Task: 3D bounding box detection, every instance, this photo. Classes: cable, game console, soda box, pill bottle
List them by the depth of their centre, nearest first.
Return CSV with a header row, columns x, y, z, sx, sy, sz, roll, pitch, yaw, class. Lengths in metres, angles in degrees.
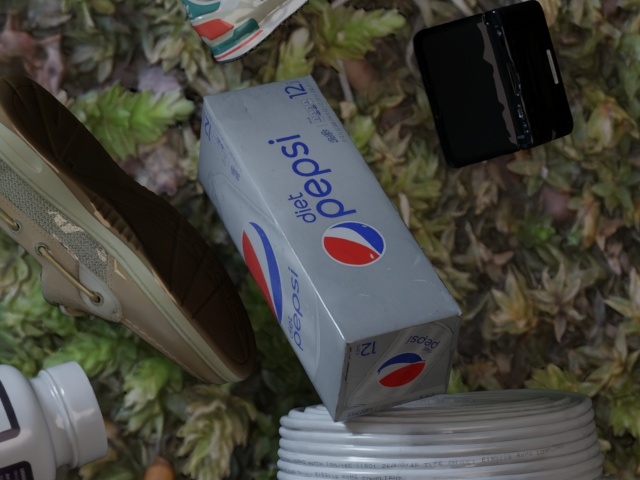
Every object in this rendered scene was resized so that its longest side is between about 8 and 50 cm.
x,y,z,sx,sy,sz,roll,pitch,yaw,class
-0.265,0.157,1.508,0.193,0.108,0.108,-17,94,-19,pill bottle
0.000,0.000,1.527,0.098,0.286,0.091,-14,138,-21,soda box
0.092,0.166,1.555,0.257,0.257,0.089,-2,88,19,cable
0.150,-0.136,1.717,0.107,0.071,0.122,-21,97,-49,game console

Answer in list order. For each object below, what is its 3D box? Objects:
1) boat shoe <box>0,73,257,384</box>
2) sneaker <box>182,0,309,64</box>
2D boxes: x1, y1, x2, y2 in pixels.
x,y,z,sx,sy,sz,roll,pitch,yaw,class
-0.173,0.008,1.559,0.098,0.109,0.302,-38,104,24,boat shoe
-0.043,-0.219,1.625,0.161,0.057,0.075,-43,108,-13,sneaker
